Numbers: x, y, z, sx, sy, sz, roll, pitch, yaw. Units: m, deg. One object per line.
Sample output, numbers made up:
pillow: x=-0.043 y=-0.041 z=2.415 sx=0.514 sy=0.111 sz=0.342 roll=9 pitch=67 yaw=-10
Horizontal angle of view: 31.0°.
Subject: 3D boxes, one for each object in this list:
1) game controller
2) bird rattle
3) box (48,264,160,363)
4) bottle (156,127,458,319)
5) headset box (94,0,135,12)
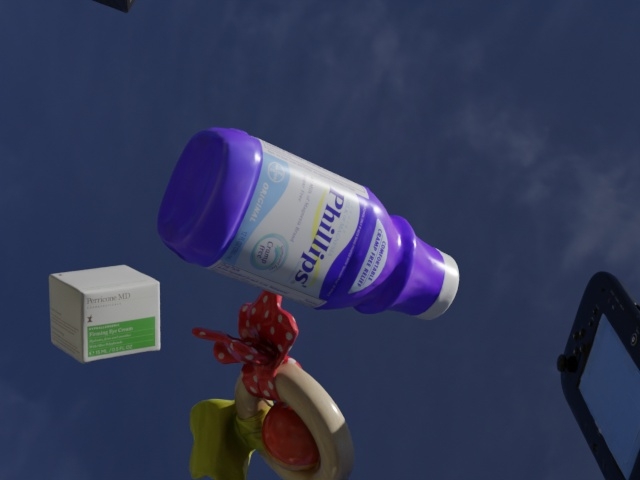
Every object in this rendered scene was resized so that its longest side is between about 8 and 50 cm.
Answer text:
game controller: x=0.322 y=0.163 z=1.213 sx=0.067 sy=0.319 sz=0.166 roll=0 pitch=-64 yaw=-6
bird rattle: x=-0.039 y=0.180 z=1.259 sx=0.207 sy=0.143 sz=0.253 roll=39 pitch=-47 yaw=21
box: x=-0.252 y=0.084 z=1.347 sx=0.102 sy=0.101 sz=0.087 roll=17 pitch=-70 yaw=54
bottle: x=0.000 y=0.000 z=1.005 sx=0.092 sy=0.283 sz=0.118 roll=22 pitch=-91 yaw=56
headset box: x=-0.145 y=-0.370 z=0.922 sx=0.110 sy=0.218 sz=0.293 roll=22 pitch=-117 yaw=7
